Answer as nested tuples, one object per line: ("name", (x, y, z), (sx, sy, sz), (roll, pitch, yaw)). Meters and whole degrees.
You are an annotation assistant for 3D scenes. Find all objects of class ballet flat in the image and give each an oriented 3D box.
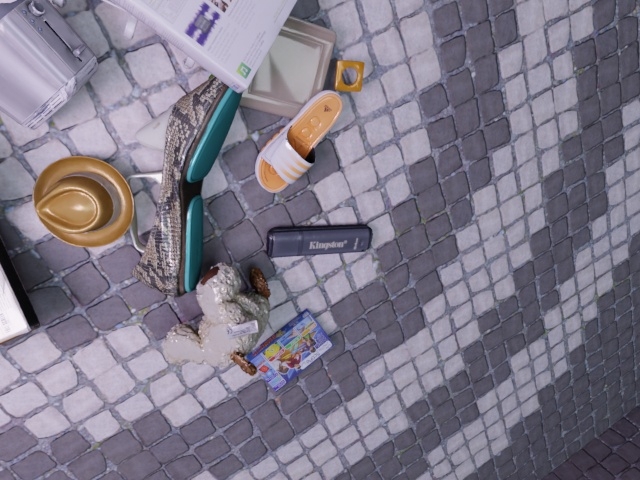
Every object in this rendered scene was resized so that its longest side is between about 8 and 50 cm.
("ballet flat", (-0.294, -0.119, 0.921), (0.182, 0.164, 0.483), (17, 105, -1))

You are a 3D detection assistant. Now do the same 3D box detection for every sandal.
("sandal", (-0.045, -0.206, 1.003), (0.102, 0.076, 0.265), (29, 111, -32))

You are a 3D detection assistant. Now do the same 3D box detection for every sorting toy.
("sorting toy", (-0.074, -0.363, 0.975), (0.347, 0.047, 0.196), (9, 112, -24))

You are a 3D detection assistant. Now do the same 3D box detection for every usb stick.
("usb stick", (0.000, 0.000, 1.145), (0.277, 0.045, 0.077), (-3, 110, -23))

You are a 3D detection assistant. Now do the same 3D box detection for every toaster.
("toaster", (-0.479, -0.282, 0.755), (0.227, 0.129, 0.146), (-22, 128, 29))

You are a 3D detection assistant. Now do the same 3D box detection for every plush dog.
("plush dog", (-0.186, 0.186, 1.041), (0.210, 0.225, 0.262), (35, 107, 7))

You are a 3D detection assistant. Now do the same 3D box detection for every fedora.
("fedora", (-0.455, -0.065, 0.867), (0.194, 0.079, 0.194), (0, 105, 0))

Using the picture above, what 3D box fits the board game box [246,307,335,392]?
("board game box", (-0.076, 0.291, 1.227), (0.201, 0.035, 0.136), (-37, 119, -7))

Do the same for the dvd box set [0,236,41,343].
("dvd box set", (-0.748, 0.104, 0.773), (0.420, 0.062, 0.308), (-26, 90, -14))

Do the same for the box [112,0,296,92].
("box", (-0.205, -0.437, 0.765), (0.322, 0.058, 0.232), (32, 80, -28))

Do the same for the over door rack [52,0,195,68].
("over door rack", (-0.287, -0.497, 0.806), (0.239, 0.108, 0.324), (18, 87, -29))
